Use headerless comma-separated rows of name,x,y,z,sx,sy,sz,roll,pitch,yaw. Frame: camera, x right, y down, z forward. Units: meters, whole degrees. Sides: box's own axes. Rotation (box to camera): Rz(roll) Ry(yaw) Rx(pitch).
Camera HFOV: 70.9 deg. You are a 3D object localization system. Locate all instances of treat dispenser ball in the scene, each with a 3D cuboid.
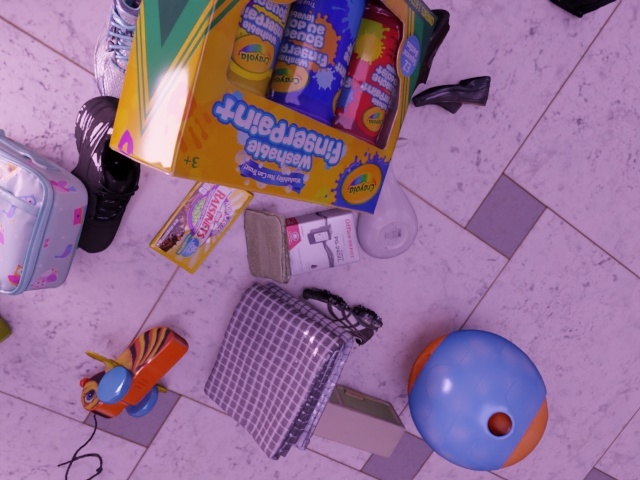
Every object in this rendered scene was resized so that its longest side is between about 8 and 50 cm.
treat dispenser ball,0.335,0.339,0.974,0.288,0.288,0.288,-3,105,-11

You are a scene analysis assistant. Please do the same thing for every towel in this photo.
towel,-0.094,0.258,0.899,0.235,0.121,0.284,28,99,24
towel,-0.109,0.012,0.901,0.027,0.110,0.148,-26,119,-50

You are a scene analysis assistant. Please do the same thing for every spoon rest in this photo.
spoon rest,0.143,-0.085,0.944,0.137,0.084,0.277,-7,119,-8

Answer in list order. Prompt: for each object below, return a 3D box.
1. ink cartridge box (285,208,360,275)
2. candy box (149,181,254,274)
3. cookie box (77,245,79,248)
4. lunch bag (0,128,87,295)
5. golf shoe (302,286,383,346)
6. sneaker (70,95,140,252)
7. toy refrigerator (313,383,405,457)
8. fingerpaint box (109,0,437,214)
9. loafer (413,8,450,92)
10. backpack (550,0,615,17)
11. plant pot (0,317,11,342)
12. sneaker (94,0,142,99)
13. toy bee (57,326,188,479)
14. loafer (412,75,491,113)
ink cartridge box,0.000,0.000,0.933,0.150,0.063,0.109,-12,106,-7
candy box,-0.235,-0.041,0.894,0.105,0.027,0.206,37,95,-21
cookie box,-0.502,-0.035,0.834,0.091,0.040,0.107,-5,106,-11
lunch bag,-0.528,-0.058,0.733,0.279,0.108,0.224,26,104,13
golf shoe,0.039,0.173,0.982,0.198,0.077,0.094,27,98,-16
sneaker,-0.372,-0.093,0.771,0.109,0.130,0.286,-8,127,-45
toy refrigerator,0.051,0.393,1.029,0.269,0.102,0.094,24,99,-16
fingerpaint box,-0.032,-0.253,0.681,0.444,0.163,0.371,6,104,-53
loafer,0.180,-0.347,0.882,0.078,0.080,0.220,28,100,-48
backpack,0.527,-0.510,0.876,0.097,0.120,0.101,13,102,-14
plant pot,-0.724,0.159,0.749,0.228,0.227,0.207,-25,102,-4
sneaker,-0.316,-0.354,0.742,0.110,0.122,0.283,17,104,-16
toy bee,-0.412,0.282,0.890,0.298,0.162,0.195,-36,129,-33
loafer,0.270,-0.288,0.915,0.170,0.062,0.061,-14,112,-6
